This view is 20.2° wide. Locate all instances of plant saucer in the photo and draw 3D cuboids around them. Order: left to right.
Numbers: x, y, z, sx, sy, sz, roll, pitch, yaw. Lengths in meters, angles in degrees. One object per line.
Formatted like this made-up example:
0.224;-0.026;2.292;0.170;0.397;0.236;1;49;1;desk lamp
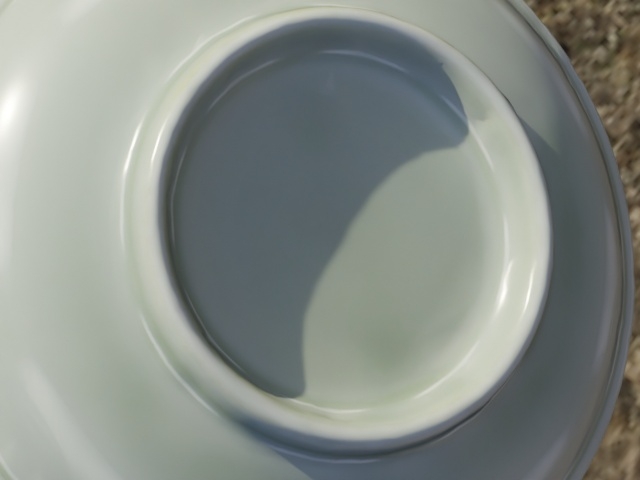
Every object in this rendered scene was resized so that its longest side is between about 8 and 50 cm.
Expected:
0.000;0.000;0.884;0.400;0.400;0.100;54;157;-7;plant saucer
